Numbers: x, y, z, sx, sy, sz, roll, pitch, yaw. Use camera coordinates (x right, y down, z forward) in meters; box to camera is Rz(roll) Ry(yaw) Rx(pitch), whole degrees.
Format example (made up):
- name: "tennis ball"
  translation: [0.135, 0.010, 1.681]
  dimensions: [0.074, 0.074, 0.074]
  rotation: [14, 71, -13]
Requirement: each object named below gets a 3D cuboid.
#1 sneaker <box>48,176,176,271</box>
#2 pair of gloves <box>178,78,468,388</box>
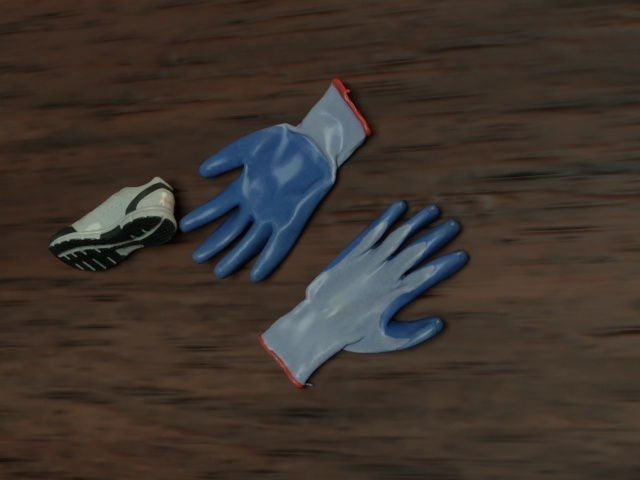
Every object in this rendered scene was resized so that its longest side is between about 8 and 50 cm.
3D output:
- name: "sneaker"
  translation: [-0.144, -0.011, 1.020]
  dimensions: [0.109, 0.040, 0.043]
  rotation: [-17, 49, 26]
- name: "pair of gloves"
  translation: [0.000, 0.000, 0.960]
  dimensions: [0.159, 0.023, 0.198]
  rotation: [-41, 70, 15]
